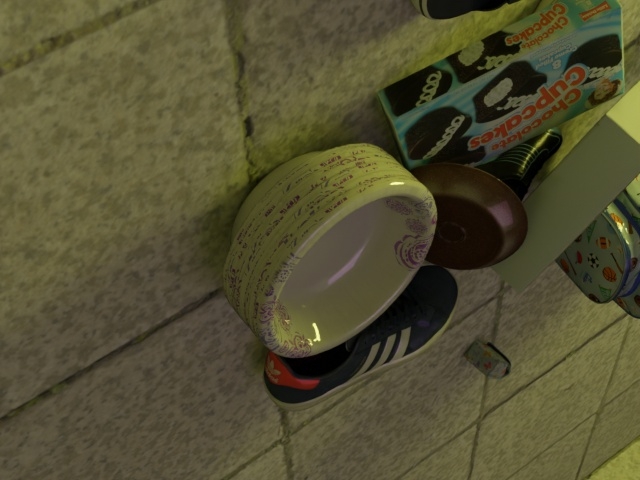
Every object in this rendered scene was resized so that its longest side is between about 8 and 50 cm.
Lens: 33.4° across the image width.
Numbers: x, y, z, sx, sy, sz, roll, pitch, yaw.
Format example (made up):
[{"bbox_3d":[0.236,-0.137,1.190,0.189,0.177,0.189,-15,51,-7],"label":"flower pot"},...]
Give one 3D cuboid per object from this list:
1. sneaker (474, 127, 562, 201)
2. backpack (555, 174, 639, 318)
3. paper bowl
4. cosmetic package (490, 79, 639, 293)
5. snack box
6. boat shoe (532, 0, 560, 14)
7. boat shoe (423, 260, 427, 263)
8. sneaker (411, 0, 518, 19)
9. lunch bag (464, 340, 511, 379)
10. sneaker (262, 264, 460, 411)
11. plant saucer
[{"bbox_3d":[0.299,-0.104,1.637,0.232,0.090,0.081,-28,145,-24],"label":"sneaker"},{"bbox_3d":[0.554,-0.001,1.889,0.213,0.263,0.277,-29,147,-22],"label":"backpack"},{"bbox_3d":[0.000,0.000,1.365,0.284,0.148,0.284,-29,146,-22],"label":"paper bowl"},{"bbox_3d":[0.409,-0.103,1.599,0.284,0.097,0.377,-54,170,33],"label":"cosmetic package"},{"bbox_3d":[0.247,-0.197,1.420,0.321,0.060,0.187,-27,148,2],"label":"snack box"},{"bbox_3d":[0.312,-0.263,1.487,0.066,0.063,0.184,2,127,-50],"label":"boat shoe"},{"bbox_3d":[0.239,-0.012,1.683,0.305,0.091,0.109,2,169,-45],"label":"boat shoe"},{"bbox_3d":[0.258,-0.356,1.256,0.321,0.127,0.126,-40,150,-4],"label":"sneaker"},{"bbox_3d":[0.336,0.237,2.113,0.053,0.071,0.083,-54,146,9],"label":"lunch bag"},{"bbox_3d":[0.069,0.127,1.613,0.350,0.131,0.148,-33,152,-17],"label":"sneaker"},{"bbox_3d":[0.182,-0.021,1.457,0.199,0.198,0.036,93,15,-49],"label":"plant saucer"}]
